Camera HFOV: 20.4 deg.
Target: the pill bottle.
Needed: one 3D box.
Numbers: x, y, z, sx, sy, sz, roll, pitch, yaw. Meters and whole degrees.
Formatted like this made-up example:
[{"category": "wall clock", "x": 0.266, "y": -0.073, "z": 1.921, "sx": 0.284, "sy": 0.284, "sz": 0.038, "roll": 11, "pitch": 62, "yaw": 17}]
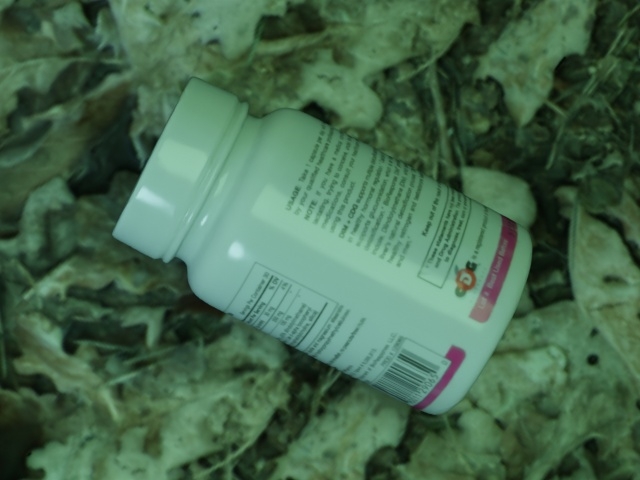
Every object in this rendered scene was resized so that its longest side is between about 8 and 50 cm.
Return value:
[{"category": "pill bottle", "x": 0.000, "y": 0.000, "z": 1.328, "sx": 0.283, "sy": 0.160, "sz": 0.160, "roll": 27, "pitch": 77, "yaw": -6}]
